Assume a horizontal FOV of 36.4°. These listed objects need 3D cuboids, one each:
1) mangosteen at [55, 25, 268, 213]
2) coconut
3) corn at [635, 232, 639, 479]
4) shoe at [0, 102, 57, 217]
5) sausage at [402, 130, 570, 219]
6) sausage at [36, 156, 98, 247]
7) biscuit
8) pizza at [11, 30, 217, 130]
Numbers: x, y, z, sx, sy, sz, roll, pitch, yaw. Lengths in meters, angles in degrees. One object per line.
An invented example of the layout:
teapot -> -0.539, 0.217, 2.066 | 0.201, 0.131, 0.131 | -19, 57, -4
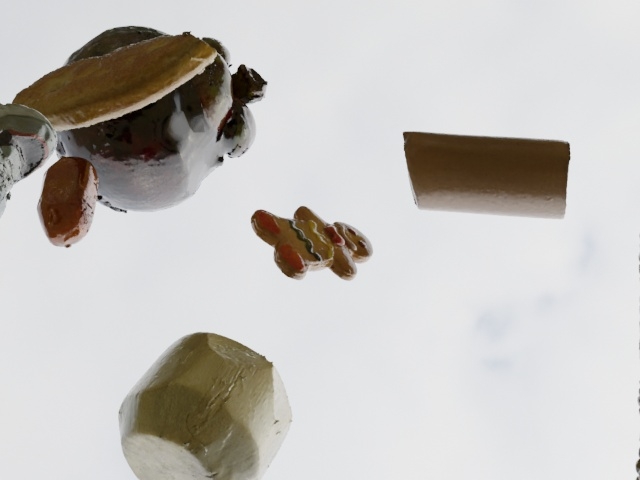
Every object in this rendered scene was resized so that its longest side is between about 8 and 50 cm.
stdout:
mangosteen -> -0.336, -0.255, 1.948 | 0.381, 0.381, 0.421 | 29, -131, 32
coconut -> -0.164, 0.261, 1.474 | 0.245, 0.245, 0.247 | 11, -141, 23
corn -> 0.302, 0.104, 0.794 | 0.097, 0.320, 0.097 | -6, -165, 2
shoe -> -0.369, -0.064, 1.038 | 0.227, 0.099, 0.125 | -31, -130, -30
sausage -> 0.246, -0.099, 1.470 | 0.253, 0.123, 0.123 | 4, -128, 5
sausage -> -0.386, -0.067, 1.491 | 0.089, 0.089, 0.179 | -13, -135, 4
biscuit -> 0.000, -0.001, 1.616 | 0.036, 0.250, 0.165 | -53, -124, 28
pizza -> -0.344, -0.258, 1.590 | 0.365, 0.074, 0.182 | -21, -147, 2
